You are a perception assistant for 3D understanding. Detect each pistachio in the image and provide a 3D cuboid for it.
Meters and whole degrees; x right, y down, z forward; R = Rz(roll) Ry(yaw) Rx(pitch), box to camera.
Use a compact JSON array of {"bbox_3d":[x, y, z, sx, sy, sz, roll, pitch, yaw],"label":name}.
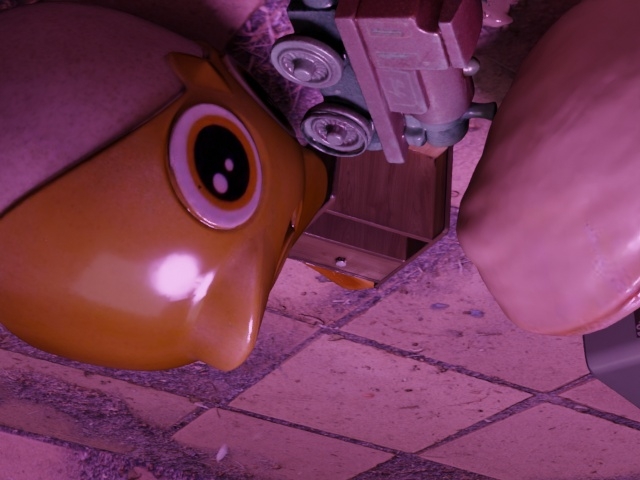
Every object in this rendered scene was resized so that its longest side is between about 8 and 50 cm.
[{"bbox_3d":[0.322,-0.095,1.328,0.281,0.365,0.445,22,119,-27],"label":"pistachio"}]

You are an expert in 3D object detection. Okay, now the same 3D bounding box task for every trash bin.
[{"bbox_3d":[0.606,0.123,1.892,0.343,0.158,0.223,-23,142,33],"label":"trash bin"}]

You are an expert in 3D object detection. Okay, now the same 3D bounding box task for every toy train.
[{"bbox_3d":[0.078,-0.201,1.368,0.221,0.150,0.304,5,151,20],"label":"toy train"}]

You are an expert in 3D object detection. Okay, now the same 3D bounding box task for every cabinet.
[{"bbox_3d":[0.054,-0.048,1.677,0.174,0.148,0.215,16,151,-19],"label":"cabinet"}]

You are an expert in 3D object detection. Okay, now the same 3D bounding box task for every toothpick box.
[{"bbox_3d":[-0.225,-0.058,1.420,0.425,0.409,0.409,24,151,1],"label":"toothpick box"}]

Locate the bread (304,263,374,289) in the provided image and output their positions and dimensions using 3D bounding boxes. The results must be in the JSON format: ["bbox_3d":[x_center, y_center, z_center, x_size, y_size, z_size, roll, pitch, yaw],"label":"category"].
[{"bbox_3d":[0.000,0.000,1.854,0.092,0.074,0.239,-6,150,43],"label":"bread"}]

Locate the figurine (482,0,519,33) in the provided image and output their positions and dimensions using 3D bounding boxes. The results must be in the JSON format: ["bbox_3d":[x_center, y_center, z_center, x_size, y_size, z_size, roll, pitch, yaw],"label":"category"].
[{"bbox_3d":[0.179,-0.260,1.374,0.083,0.047,0.051,24,154,0],"label":"figurine"}]
